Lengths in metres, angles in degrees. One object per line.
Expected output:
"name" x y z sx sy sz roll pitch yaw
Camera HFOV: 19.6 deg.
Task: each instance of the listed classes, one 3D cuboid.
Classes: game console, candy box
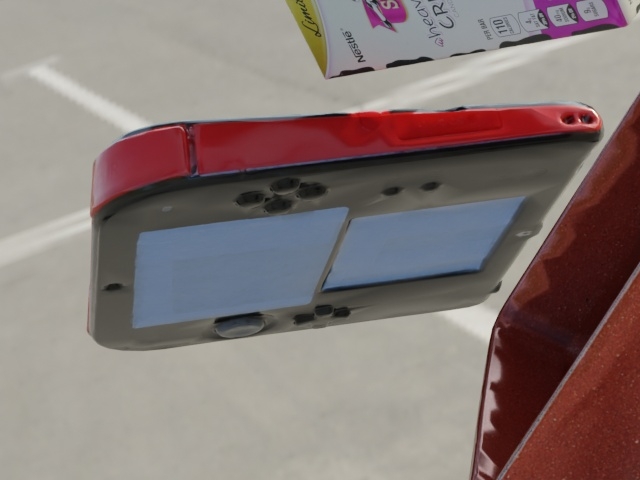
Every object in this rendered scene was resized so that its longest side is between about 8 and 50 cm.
"game console" 0.000 0.000 1.359 0.342 0.060 0.386 -3 -18 -9
"candy box" 0.074 -0.197 1.150 0.233 0.159 0.071 -6 33 40

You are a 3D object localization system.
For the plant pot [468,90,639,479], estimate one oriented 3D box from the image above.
"plant pot" 0.246 0.043 0.930 0.267 0.235 0.267 -59 2 21
